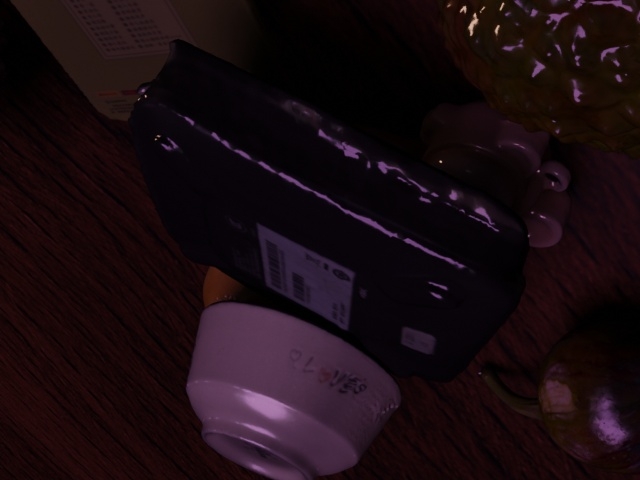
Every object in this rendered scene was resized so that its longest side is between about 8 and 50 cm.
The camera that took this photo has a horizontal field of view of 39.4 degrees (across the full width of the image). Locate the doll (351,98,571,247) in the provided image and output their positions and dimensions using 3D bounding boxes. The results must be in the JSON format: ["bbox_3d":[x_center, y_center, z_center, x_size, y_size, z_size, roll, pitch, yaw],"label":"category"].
[{"bbox_3d":[0.095,-0.052,0.824,0.278,0.119,0.154,-6,136,44],"label":"doll"}]

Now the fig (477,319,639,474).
[{"bbox_3d":[0.245,0.155,0.896,0.149,0.149,0.245,53,147,-15],"label":"fig"}]

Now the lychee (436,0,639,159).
[{"bbox_3d":[0.184,-0.182,0.542,0.320,0.270,0.270,47,137,-14],"label":"lychee"}]

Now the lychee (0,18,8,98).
[{"bbox_3d":[-0.512,-0.172,0.914,0.380,0.380,0.432,40,180,-2],"label":"lychee"}]

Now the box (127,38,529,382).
[{"bbox_3d":[0.000,0.000,0.813,0.350,0.091,0.359,29,161,10],"label":"box"}]

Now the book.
[{"bbox_3d":[-0.182,-0.236,0.814,0.239,0.035,0.352,1,146,25],"label":"book"}]

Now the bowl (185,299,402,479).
[{"bbox_3d":[-0.043,0.174,0.947,0.237,0.126,0.238,20,153,11],"label":"bowl"}]

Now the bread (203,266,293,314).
[{"bbox_3d":[-0.039,0.089,1.045,0.217,0.098,0.147,20,138,20],"label":"bread"}]
